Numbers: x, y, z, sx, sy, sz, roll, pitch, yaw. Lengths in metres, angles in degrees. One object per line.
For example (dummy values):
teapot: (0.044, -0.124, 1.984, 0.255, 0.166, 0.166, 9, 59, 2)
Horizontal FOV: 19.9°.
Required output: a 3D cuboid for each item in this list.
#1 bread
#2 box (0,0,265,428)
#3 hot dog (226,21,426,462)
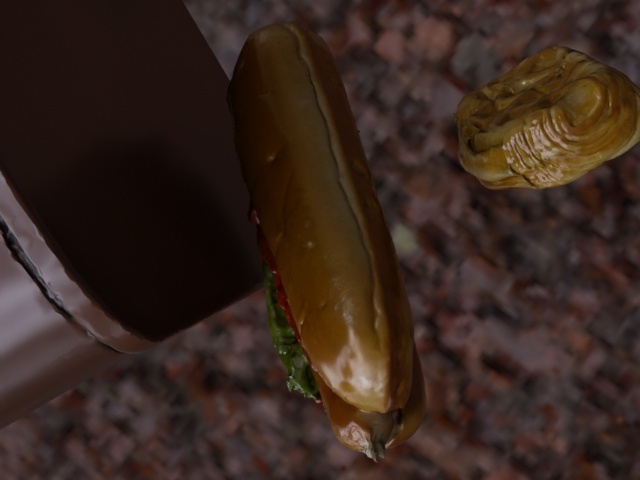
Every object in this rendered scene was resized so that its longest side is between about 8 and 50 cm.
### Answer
bread: (0.102, -0.054, 0.832, 0.044, 0.083, 0.110, 63, 178, -15)
box: (-0.186, -0.023, 0.837, 0.229, 0.339, 0.239, -31, 89, 14)
hot dog: (0.000, 0.000, 0.813, 0.092, 0.062, 0.235, 81, 175, -49)
